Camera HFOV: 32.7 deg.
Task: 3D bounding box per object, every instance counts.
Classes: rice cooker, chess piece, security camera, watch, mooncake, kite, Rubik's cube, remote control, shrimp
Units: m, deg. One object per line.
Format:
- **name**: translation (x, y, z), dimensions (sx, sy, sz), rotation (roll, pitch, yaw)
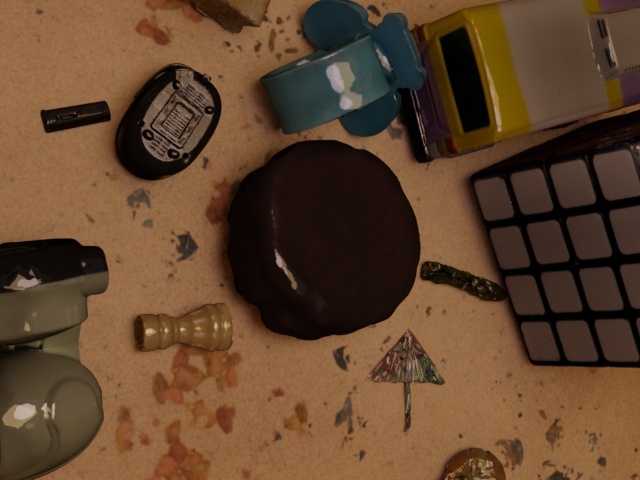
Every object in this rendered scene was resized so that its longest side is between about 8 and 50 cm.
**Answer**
- **rice cooker**: translation (-0.200, -0.156, 1.446), dimensions (0.112, 0.106, 0.165), rotation (35, 80, -18)
- **chess piece**: translation (-0.183, 0.120, 1.451), dimensions (0.122, 0.066, 0.066), rotation (-5, 87, -25)
- **security camera**: translation (-0.355, 0.144, 1.287), dimensions (0.191, 0.197, 0.277), rotation (-12, 99, -38)
- **watch**: translation (0.023, -0.229, 1.530), dimensions (0.193, 0.211, 0.211), rotation (-37, 103, -46)
- **mooncake**: translation (0.000, 0.000, 1.521), dimensions (0.283, 0.141, 0.283), rotation (10, 73, -35)
- **kite**: translation (0.131, 0.211, 1.647), dimensions (0.139, 0.011, 0.156), rotation (4, 81, -26)
- **Rubik's cube**: translation (0.497, -0.018, 1.678), dimensions (0.344, 0.344, 0.337), rotation (-24, 98, -32)
- **remote control**: translation (-0.318, -0.163, 1.429), dimensions (0.091, 0.016, 0.034), rotation (-16, 88, -30)
- **shrimp**: translation (0.211, 0.382, 1.655), dimensions (0.180, 0.041, 0.099), rotation (-28, 97, -28)

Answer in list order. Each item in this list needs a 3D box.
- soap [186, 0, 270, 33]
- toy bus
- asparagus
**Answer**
- **soap**: translation (-0.117, -0.441, 1.526), dimensions (0.160, 0.080, 0.257), rotation (30, 72, -36)
- **toy bus**: translation (0.354, -0.275, 1.686), dimensions (0.440, 0.249, 0.209), rotation (-16, 93, -30)
- **asparagus**: translation (0.229, 0.067, 1.705), dimensions (0.165, 0.030, 0.036), rotation (20, 66, -26)
